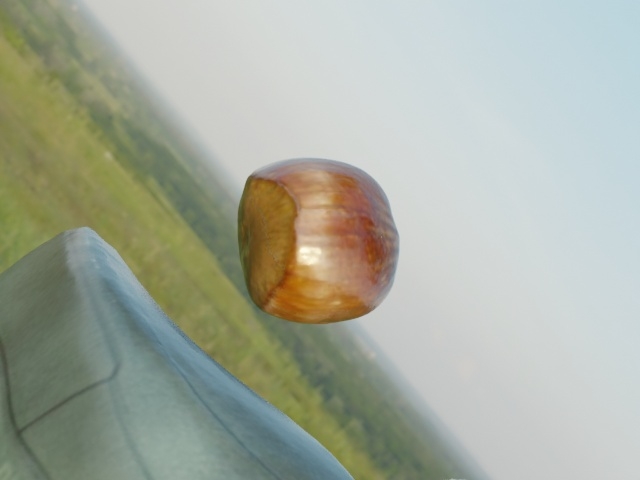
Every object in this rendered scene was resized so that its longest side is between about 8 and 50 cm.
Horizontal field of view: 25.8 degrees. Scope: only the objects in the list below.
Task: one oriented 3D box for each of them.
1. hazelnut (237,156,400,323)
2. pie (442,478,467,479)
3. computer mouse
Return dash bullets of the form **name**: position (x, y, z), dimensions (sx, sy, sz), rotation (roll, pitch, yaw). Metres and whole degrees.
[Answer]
- **hazelnut**: position (0.000, 0.000, 1.234), dimensions (0.150, 0.150, 0.150), rotation (50, -1, 1)
- **pie**: position (0.183, 0.332, 1.230), dimensions (0.306, 0.071, 0.306), rotation (54, -12, 17)
- **computer mouse**: position (-0.109, 0.115, 0.624), dimensions (0.371, 0.188, 0.122), rotation (41, -5, 45)
